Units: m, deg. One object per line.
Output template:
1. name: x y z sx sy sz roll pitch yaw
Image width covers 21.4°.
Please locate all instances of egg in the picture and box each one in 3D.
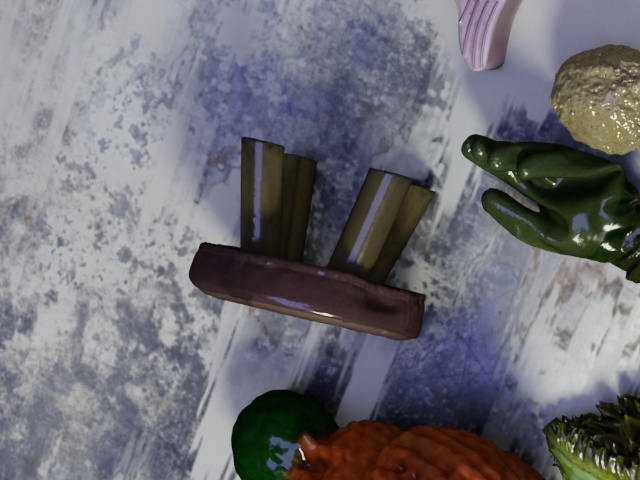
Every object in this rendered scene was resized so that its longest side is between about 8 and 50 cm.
1. egg: 0.317 -0.151 1.820 0.140 0.118 0.116 15 86 9

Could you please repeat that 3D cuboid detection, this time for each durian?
1. durian: 0.431 0.273 1.872 0.394 0.163 0.198 18 143 21

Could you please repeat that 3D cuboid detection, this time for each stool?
1. stool: 0.000 0.000 1.895 0.272 0.272 0.179 15 90 18

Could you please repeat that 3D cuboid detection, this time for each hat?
1. hat: 0.061 0.331 1.933 0.400 0.285 0.285 12 103 37

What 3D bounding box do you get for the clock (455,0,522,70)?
1. clock: 0.213 -0.326 1.852 0.275 0.080 0.290 12 103 18

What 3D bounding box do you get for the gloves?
1. gloves: 0.274 -0.043 1.860 0.268 0.107 0.135 32 116 -5
